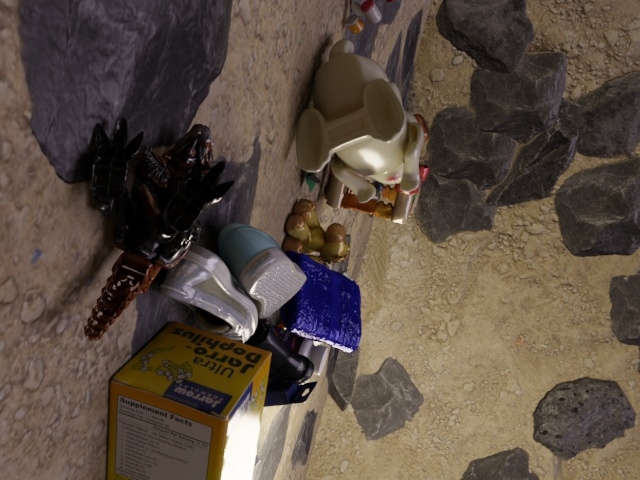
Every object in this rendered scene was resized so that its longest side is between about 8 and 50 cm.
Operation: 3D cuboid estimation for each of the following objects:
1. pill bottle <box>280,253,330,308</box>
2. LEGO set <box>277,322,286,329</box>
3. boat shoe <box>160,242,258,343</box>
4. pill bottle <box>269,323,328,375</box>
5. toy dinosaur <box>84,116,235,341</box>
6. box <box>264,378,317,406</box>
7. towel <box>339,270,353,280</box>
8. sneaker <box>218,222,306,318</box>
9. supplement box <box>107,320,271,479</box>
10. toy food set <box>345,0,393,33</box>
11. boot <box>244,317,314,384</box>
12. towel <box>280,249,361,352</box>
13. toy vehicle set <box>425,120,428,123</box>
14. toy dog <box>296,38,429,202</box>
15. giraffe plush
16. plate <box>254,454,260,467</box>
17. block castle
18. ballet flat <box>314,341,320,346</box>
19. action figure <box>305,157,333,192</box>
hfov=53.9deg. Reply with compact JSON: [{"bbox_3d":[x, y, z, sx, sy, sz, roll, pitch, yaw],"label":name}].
[{"bbox_3d":[-0.050,0.129,1.834,0.208,0.119,0.119,-52,155,-65],"label":"pill bottle"},{"bbox_3d":[-0.075,0.272,1.836,0.093,0.087,0.227,-10,140,-43],"label":"LEGO set"},{"bbox_3d":[-0.198,0.117,1.120,0.320,0.118,0.103,77,36,-60],"label":"boat shoe"},{"bbox_3d":[-0.082,0.302,1.716,0.108,0.193,0.108,15,90,-80],"label":"pill bottle"},{"bbox_3d":[-0.205,-0.026,0.815,0.218,0.164,0.322,119,-28,-61],"label":"toy dinosaur"},{"bbox_3d":[-0.129,0.364,1.520,0.136,0.225,0.037,-33,112,-74],"label":"box"},{"bbox_3d":[-0.017,0.233,2.004,0.325,0.038,0.248,-48,170,0],"label":"towel"},{"bbox_3d":[-0.123,0.050,1.279,0.135,0.150,0.366,-37,165,-12],"label":"sneaker"},{"bbox_3d":[-0.225,0.354,1.072,0.195,0.194,0.357,-52,156,-63],"label":"supplement box"},{"bbox_3d":[0.133,-0.682,1.702,0.104,0.111,0.232,44,69,-42],"label":"toy food set"},{"bbox_3d":[-0.156,0.248,1.476,0.207,0.246,0.094,48,59,-36],"label":"boot"},{"bbox_3d":[0.012,0.167,1.711,0.308,0.076,0.228,28,51,-48],"label":"towel"},{"bbox_3d":[0.205,-0.384,2.014,0.166,0.266,0.035,-50,155,-67],"label":"toy vehicle set"},{"bbox_3d":[0.127,-0.288,1.670,0.408,0.284,0.396,26,41,-58],"label":"toy dog"},{"bbox_3d":[0.000,0.000,1.770,0.210,0.170,0.181,94,15,-45],"label":"giraffe plush"},{"bbox_3d":[-0.252,0.569,1.406,0.277,0.045,0.278,-44,163,-19],"label":"plate"},{"bbox_3d":[0.201,-0.220,2.132,0.453,0.302,0.213,-42,145,-72],"label":"block castle"},{"bbox_3d":[-0.003,0.286,2.276,0.116,0.124,0.343,-53,156,-61],"label":"ballet flat"},{"bbox_3d":[0.009,-0.256,1.769,0.137,0.063,0.232,90,15,-44],"label":"action figure"}]
